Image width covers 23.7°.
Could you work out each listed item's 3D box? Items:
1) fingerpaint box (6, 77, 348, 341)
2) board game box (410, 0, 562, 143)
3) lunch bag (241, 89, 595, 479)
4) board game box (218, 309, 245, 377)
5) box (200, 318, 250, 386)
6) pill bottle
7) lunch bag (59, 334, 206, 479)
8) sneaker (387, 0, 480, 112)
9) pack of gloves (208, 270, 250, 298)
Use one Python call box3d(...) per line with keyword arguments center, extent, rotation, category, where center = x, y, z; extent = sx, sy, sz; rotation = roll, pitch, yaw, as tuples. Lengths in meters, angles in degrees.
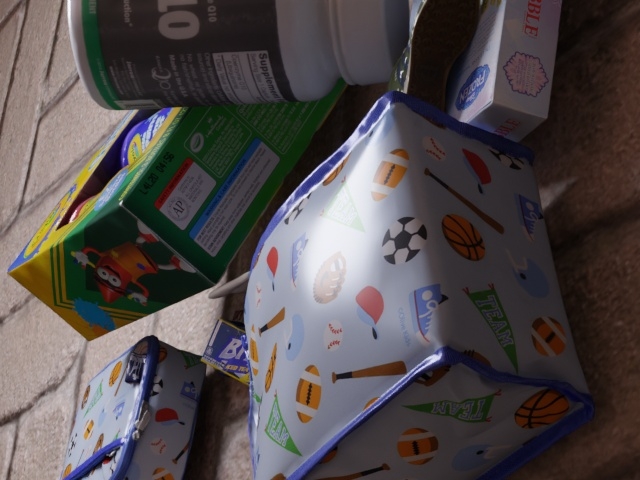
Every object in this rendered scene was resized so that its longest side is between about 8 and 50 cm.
box3d(center=(-0.174, -0.112, 2.019), extent=(0.371, 0.163, 0.445), rotation=(-24, 29, 55), category="fingerpaint box")
box3d(center=(0.169, -0.222, 1.661), extent=(0.318, 0.066, 0.318), rotation=(137, 146, -65), category="board game box")
box3d(center=(0.059, 0.108, 1.515), extent=(0.385, 0.239, 0.328), rotation=(-43, 38, 36), category="lunch bag")
box3d(center=(-0.097, 0.135, 2.017), extent=(0.090, 0.020, 0.090), rotation=(-12, 61, 57), category="board game box")
box3d(center=(-0.054, 0.151, 1.793), extent=(0.169, 0.054, 0.059), rotation=(25, 94, 26), category="box")
box3d(center=(-0.088, -0.258, 1.752), extent=(0.361, 0.204, 0.204), rotation=(-2, 60, 13), category="pill bottle")
box3d(center=(-0.265, 0.276, 2.095), extent=(0.303, 0.115, 0.243), rotation=(-40, 31, 54), category="lunch bag")
box3d(center=(0.107, -0.192, 1.589), extent=(0.086, 0.064, 0.192), rotation=(-137, 59, -68), category="sneaker")
box3d(center=(0.000, 0.000, 1.754), extent=(0.232, 0.195, 0.046), rotation=(-29, 77, 53), category="pack of gloves")
